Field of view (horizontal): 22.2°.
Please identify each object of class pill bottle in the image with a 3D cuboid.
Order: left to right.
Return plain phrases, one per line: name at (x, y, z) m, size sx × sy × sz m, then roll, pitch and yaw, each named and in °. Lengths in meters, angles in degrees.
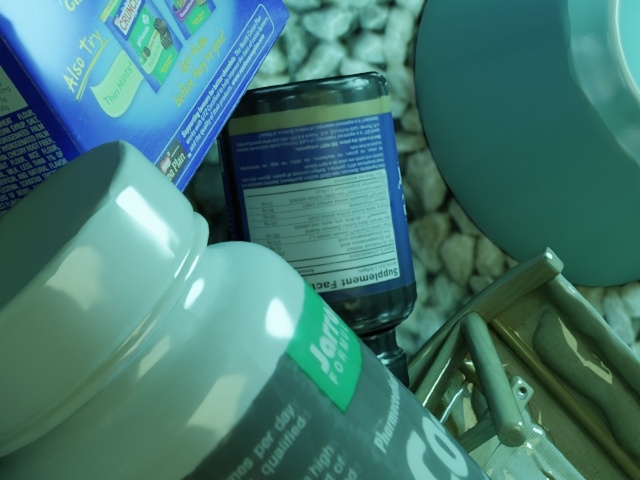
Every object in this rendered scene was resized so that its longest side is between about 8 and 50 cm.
pill bottle at (-0.043, 0.132, 0.877) m, size 0.361 × 0.204 × 0.204 m, roll 47°, pitch 60°, yaw -20°
pill bottle at (0.000, 0.000, 1.115) m, size 0.123 × 0.123 × 0.219 m, roll -12°, pitch 97°, yaw -32°

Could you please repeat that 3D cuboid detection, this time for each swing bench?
swing bench at (0.167, 0.186, 1.136) m, size 0.253 × 0.165 × 0.254 m, roll 47°, pitch 27°, yaw -10°

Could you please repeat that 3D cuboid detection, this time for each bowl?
bowl at (0.245, -0.131, 1.276) m, size 0.311 × 0.163 × 0.311 m, roll 7°, pitch 74°, yaw -27°

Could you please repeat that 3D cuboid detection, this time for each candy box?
candy box at (-0.178, -0.183, 0.978) m, size 0.317 × 0.122 × 0.268 m, roll 59°, pitch 34°, yaw -25°
